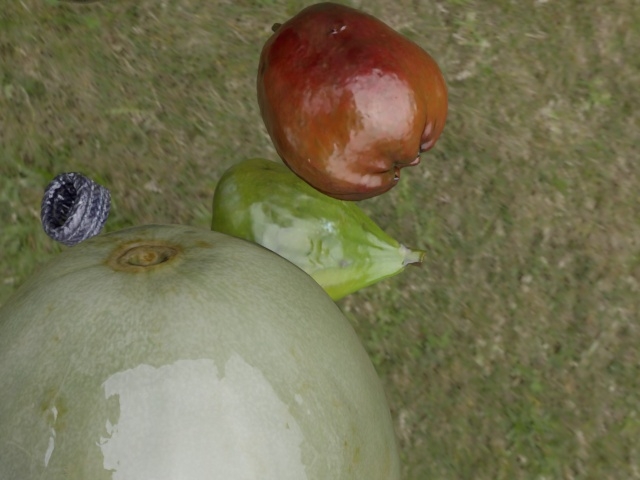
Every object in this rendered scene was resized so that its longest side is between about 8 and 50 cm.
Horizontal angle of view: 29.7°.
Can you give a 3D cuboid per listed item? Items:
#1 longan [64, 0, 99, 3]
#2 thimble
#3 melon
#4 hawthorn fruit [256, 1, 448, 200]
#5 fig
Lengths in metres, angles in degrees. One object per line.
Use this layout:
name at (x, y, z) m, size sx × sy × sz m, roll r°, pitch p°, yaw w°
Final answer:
longan at (-0.278, -0.428, 1.417) m, size 0.297 × 0.297 × 0.297 m, roll -6°, pitch 108°, yaw -17°
thimble at (-0.364, -0.044, 1.772) m, size 0.066 × 0.095 × 0.104 m, roll 34°, pitch 79°, yaw -50°
melon at (-0.081, 0.140, 0.627) m, size 0.272 × 0.271 × 0.308 m, roll -9°, pitch 148°, yaw -16°
hawthorn fruit at (0.020, -0.175, 1.433) m, size 0.224 × 0.224 × 0.261 m, roll -40°, pitch 77°, yaw -4°
fig at (-0.025, 0.014, 1.798) m, size 0.314 × 0.233 × 0.233 m, roll 28°, pitch 97°, yaw 11°
